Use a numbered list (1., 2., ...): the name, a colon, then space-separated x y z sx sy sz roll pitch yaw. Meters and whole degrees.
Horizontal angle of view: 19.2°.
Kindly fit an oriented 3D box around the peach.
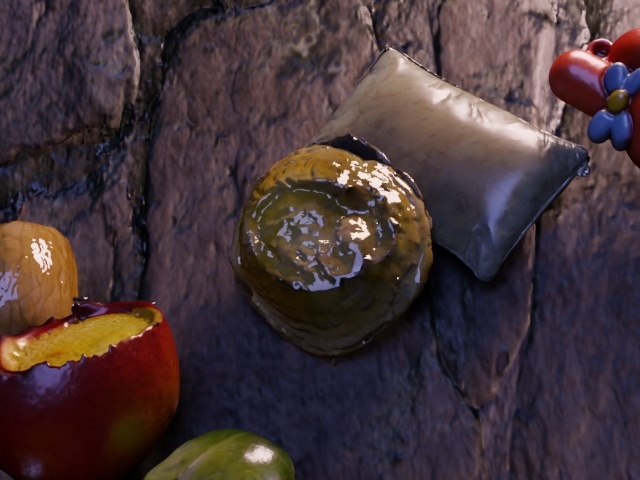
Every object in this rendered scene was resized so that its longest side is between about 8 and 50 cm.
1. peach: -0.247 0.146 1.925 0.196 0.190 0.226 31 84 8

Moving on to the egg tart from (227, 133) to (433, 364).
1. egg tart: 0.000 0.000 1.991 0.232 0.098 0.252 -16 66 17

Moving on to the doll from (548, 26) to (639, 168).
1. doll: 0.379 -0.134 1.966 0.290 0.130 0.161 32 76 17

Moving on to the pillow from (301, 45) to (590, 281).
1. pillow: 0.128 -0.086 2.047 0.302 0.075 0.185 31 74 33

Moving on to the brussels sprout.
1. brussels sprout: -0.093 0.253 1.856 0.155 0.117 0.155 -23 36 18

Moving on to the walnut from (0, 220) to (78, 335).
1. walnut: -0.331 0.061 2.052 0.144 0.144 0.180 -2 60 16
